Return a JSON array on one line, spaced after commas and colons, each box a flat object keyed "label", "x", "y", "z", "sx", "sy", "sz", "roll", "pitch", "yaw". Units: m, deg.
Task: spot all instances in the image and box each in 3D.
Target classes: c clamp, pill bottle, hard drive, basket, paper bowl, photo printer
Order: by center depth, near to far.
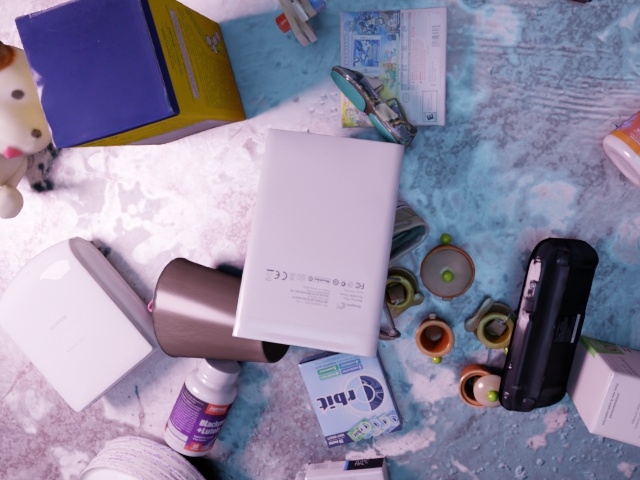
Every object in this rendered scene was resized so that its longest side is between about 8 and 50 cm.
[{"label": "pill bottle", "x": 0.589, "y": -0.189, "z": 0.995, "sx": 0.216, "sy": 0.121, "sz": 0.121, "roll": -40, "pitch": 91, "yaw": 13}, {"label": "hard drive", "x": 0.000, "y": 0.000, "z": 1.012, "sx": 0.233, "sy": 0.047, "sz": 0.352, "roll": 8, "pitch": 81, "yaw": 5}, {"label": "c clamp", "x": 0.108, "y": 0.127, "z": 1.133, "sx": 0.137, "sy": 0.022, "sz": 0.160, "roll": 13, "pitch": 129, "yaw": 47}, {"label": "basket", "x": -0.174, "y": 0.143, "z": 1.136, "sx": 0.227, "sy": 0.154, "sz": 0.204, "roll": 6, "pitch": 111, "yaw": 25}, {"label": "paper bowl", "x": -0.364, "y": 0.548, "z": 1.229, "sx": 0.285, "sy": 0.148, "sz": 0.284, "roll": 11, "pitch": 123, "yaw": 18}, {"label": "pill bottle", "x": -0.234, "y": 0.326, "z": 1.232, "sx": 0.108, "sy": 0.108, "sz": 0.193, "roll": 26, "pitch": 103, "yaw": 5}, {"label": "photo printer", "x": -0.496, "y": 0.163, "z": 1.250, "sx": 0.256, "sy": 0.107, "sz": 0.307, "roll": -39, "pitch": 92, "yaw": 14}]

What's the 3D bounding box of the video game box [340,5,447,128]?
[{"label": "video game box", "x": 0.130, "y": -0.305, "z": 1.092, "sx": 0.187, "sy": 0.048, "sz": 0.205, "roll": 1, "pitch": 100, "yaw": 8}]

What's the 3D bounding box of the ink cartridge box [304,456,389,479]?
[{"label": "ink cartridge box", "x": 0.081, "y": 0.616, "z": 1.252, "sx": 0.166, "sy": 0.065, "sz": 0.332, "roll": -9, "pitch": 97, "yaw": 11}]

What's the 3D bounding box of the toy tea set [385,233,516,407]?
[{"label": "toy tea set", "x": 0.249, "y": 0.156, "z": 1.111, "sx": 0.200, "sy": 0.124, "sz": 0.336, "roll": -40, "pitch": 91, "yaw": 14}]

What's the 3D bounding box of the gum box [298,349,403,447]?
[{"label": "gum box", "x": 0.061, "y": 0.305, "z": 1.212, "sx": 0.157, "sy": 0.041, "sz": 0.184, "roll": -19, "pitch": 95, "yaw": 12}]

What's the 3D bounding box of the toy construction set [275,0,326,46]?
[{"label": "toy construction set", "x": 0.059, "y": -0.460, "z": 1.026, "sx": 0.328, "sy": 0.151, "sz": 0.214, "roll": -28, "pitch": 86, "yaw": 1}]

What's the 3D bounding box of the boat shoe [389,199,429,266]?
[{"label": "boat shoe", "x": 0.057, "y": 0.029, "z": 1.071, "sx": 0.302, "sy": 0.094, "sz": 0.109, "roll": -37, "pitch": 128, "yaw": -14}]

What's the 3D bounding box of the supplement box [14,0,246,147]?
[{"label": "supplement box", "x": -0.285, "y": -0.271, "z": 1.010, "sx": 0.194, "sy": 0.356, "sz": 0.195, "roll": -14, "pitch": 97, "yaw": 11}]

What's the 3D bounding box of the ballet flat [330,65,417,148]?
[{"label": "ballet flat", "x": 0.098, "y": -0.241, "z": 1.061, "sx": 0.070, "sy": 0.070, "sz": 0.188, "roll": -39, "pitch": 93, "yaw": 14}]

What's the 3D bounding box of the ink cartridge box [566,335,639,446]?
[{"label": "ink cartridge box", "x": 0.586, "y": 0.276, "z": 1.036, "sx": 0.273, "sy": 0.198, "sz": 0.114, "roll": 15, "pitch": 101, "yaw": 7}]

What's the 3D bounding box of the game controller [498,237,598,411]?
[{"label": "game controller", "x": 0.405, "y": 0.152, "z": 1.081, "sx": 0.067, "sy": 0.167, "sz": 0.318, "roll": 21, "pitch": 105, "yaw": 47}]

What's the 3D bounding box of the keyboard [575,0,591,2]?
[{"label": "keyboard", "x": 0.407, "y": -0.497, "z": 1.020, "sx": 0.318, "sy": 0.033, "sz": 0.201, "roll": 14, "pitch": 102, "yaw": 8}]

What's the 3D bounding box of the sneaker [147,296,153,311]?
[{"label": "sneaker", "x": -0.301, "y": 0.111, "z": 1.233, "sx": 0.119, "sy": 0.057, "sz": 0.047, "roll": -35, "pitch": 90, "yaw": 13}]

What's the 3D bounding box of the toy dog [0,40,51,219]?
[{"label": "toy dog", "x": -0.673, "y": -0.208, "z": 1.162, "sx": 0.408, "sy": 0.284, "sz": 0.395, "roll": -23, "pitch": 59, "yaw": 14}]
